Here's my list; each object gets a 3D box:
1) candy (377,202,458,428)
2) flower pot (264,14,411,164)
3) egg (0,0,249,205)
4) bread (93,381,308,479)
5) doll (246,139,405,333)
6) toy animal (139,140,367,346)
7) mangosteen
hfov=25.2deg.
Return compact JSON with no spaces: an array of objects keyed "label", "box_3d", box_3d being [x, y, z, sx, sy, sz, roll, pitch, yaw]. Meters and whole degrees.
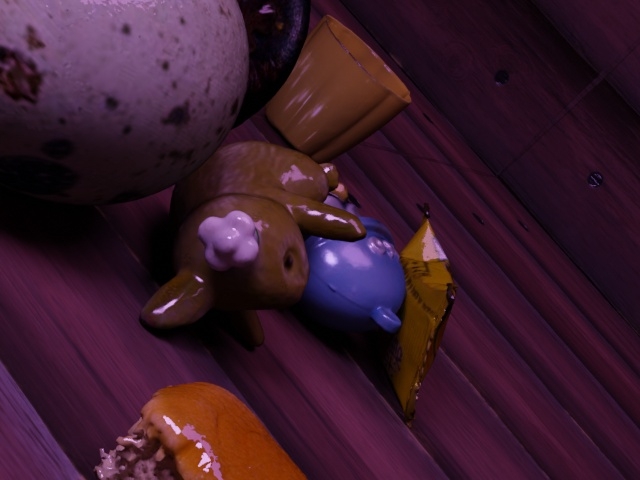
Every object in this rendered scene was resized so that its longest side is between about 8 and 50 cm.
[{"label":"candy","box_3d":[0.121,0.085,1.789,0.081,0.187,0.297,14,20,-4]},{"label":"flower pot","box_3d":[0.016,-0.225,2.248,0.195,0.179,0.195,42,15,-14]},{"label":"egg","box_3d":[-0.226,-0.173,1.335,0.287,0.287,0.379,49,27,13]},{"label":"bread","box_3d":[-0.058,0.220,1.084,0.245,0.121,0.174,47,17,14]},{"label":"doll","box_3d":[0.000,0.000,1.733,0.177,0.141,0.314,16,30,-55]},{"label":"toy animal","box_3d":[-0.072,0.015,1.467,0.180,0.181,0.363,32,18,-14]},{"label":"mangosteen","box_3d":[-0.166,-0.281,1.728,0.330,0.330,0.330,41,17,-15]}]
